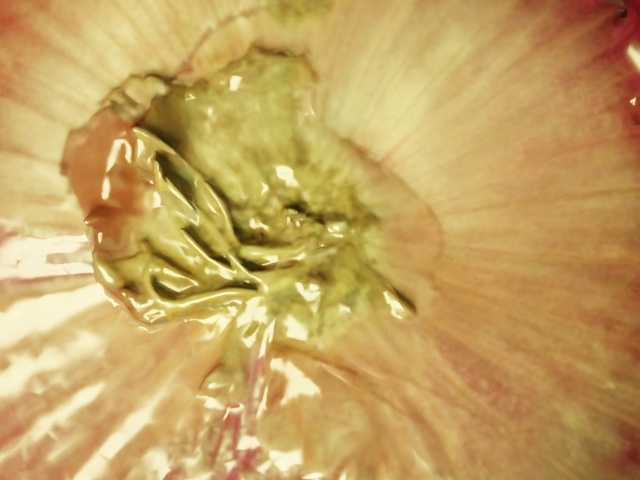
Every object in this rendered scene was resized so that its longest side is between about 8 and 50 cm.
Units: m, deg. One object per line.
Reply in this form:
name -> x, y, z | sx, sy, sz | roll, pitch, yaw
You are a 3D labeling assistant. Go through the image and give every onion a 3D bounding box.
onion -> -0.001, 0.004, 0.475 | 0.248, 0.248, 0.161 | -56, 158, -3
